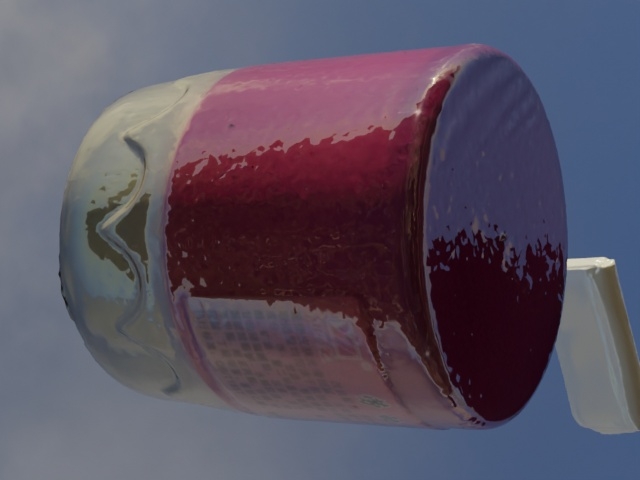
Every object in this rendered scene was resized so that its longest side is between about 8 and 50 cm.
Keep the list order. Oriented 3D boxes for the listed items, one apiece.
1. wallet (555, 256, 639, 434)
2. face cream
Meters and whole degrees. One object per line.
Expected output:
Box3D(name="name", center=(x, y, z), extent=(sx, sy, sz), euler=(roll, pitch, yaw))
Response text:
Box3D(name="wallet", center=(0.279, 0.109, 1.258), extent=(0.033, 0.095, 0.190), euler=(-24, -77, -38))
Box3D(name="face cream", center=(0.000, 0.000, 0.596), extent=(0.175, 0.194, 0.175), euler=(6, -97, -58))
